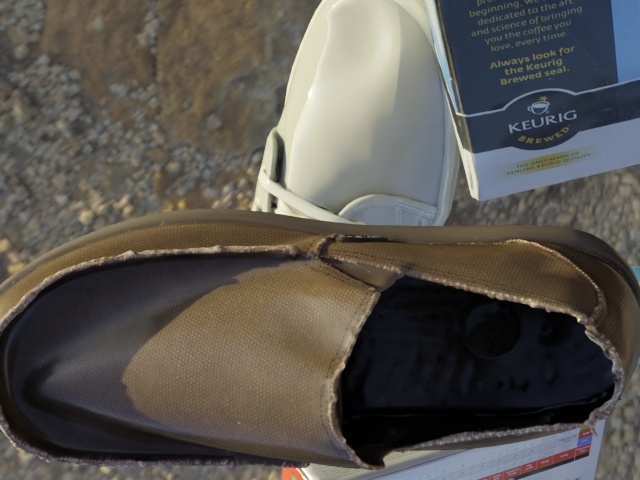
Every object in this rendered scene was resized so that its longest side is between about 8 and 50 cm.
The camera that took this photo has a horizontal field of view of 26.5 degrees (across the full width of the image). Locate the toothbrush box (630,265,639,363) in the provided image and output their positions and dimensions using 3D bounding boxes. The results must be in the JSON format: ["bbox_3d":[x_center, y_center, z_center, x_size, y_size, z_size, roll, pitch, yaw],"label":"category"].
[{"bbox_3d":[0.276,0.089,1.679,0.216,0.296,0.126,0,87,41],"label":"toothbrush box"}]

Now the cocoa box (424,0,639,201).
[{"bbox_3d":[0.233,-0.212,0.886,0.347,0.231,0.228,-13,143,7],"label":"cocoa box"}]

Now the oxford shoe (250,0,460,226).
[{"bbox_3d":[0.000,0.000,1.141,0.169,0.130,0.449,30,119,26],"label":"oxford shoe"}]

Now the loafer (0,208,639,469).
[{"bbox_3d":[-0.008,0.051,0.701,0.366,0.130,0.133,-7,100,2],"label":"loafer"}]

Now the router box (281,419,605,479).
[{"bbox_3d":[0.120,0.310,1.409,0.336,0.082,0.301,-12,123,-26],"label":"router box"}]
